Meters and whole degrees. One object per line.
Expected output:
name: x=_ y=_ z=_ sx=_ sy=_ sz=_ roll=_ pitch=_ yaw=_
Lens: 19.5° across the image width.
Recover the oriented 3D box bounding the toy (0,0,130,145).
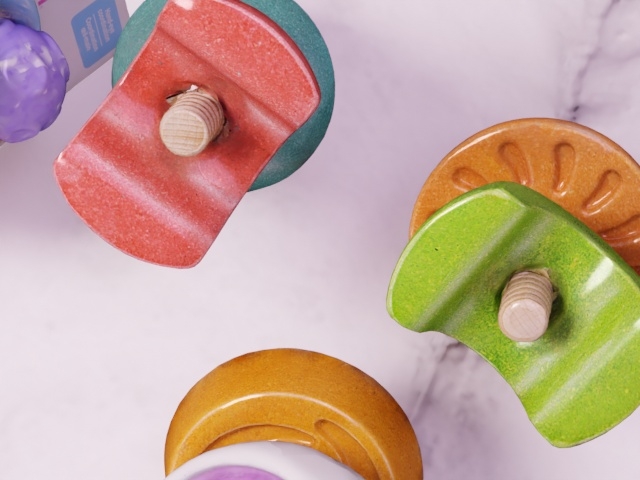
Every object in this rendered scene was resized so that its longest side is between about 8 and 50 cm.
toy: x=-0.153 y=-0.036 z=0.688 sx=0.237 sy=0.137 sz=0.056 roll=-39 pitch=64 yaw=-19

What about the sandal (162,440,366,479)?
sandal: x=0.011 y=0.254 z=0.572 sx=0.102 sy=0.169 sz=0.416 roll=11 pitch=42 yaw=-48

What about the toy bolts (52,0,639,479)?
toy bolts: x=0.000 y=0.000 z=0.741 sx=0.228 sy=0.158 sz=0.218 roll=42 pitch=110 yaw=-7
